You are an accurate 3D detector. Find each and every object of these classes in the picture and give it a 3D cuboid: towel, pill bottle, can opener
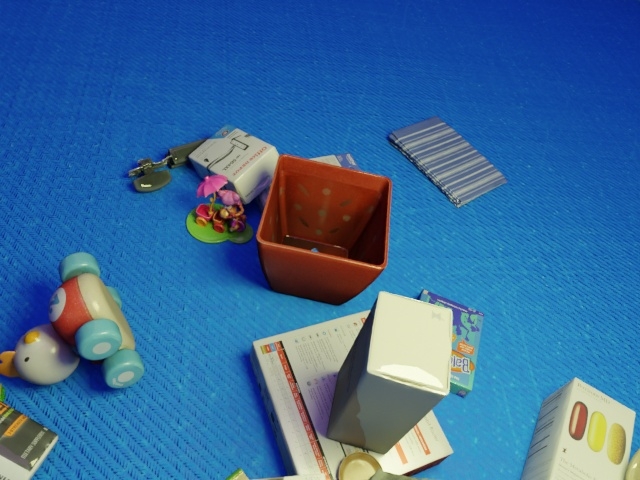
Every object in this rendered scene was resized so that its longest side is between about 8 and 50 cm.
[{"bbox_3d":[0.395,-0.257,1.610,0.243,0.040,0.336,-25,63,-31],"label":"towel"},{"bbox_3d":[-0.568,0.311,0.820,0.245,0.130,0.131,36,50,-10],"label":"pill bottle"},{"bbox_3d":[-0.381,-0.208,1.375,0.280,0.074,0.093,-29,98,-29],"label":"can opener"}]

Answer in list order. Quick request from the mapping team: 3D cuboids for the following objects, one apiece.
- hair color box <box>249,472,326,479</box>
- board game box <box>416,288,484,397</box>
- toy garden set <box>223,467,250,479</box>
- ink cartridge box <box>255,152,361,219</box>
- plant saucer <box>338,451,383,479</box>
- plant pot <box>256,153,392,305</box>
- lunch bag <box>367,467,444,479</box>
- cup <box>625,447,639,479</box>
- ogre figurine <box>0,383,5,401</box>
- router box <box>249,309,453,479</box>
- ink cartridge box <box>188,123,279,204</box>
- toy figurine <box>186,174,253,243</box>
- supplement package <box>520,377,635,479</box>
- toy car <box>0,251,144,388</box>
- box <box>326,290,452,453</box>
[{"bbox_3d":[-0.065,0.516,0.704,0.185,0.110,0.339,0,42,-10],"label":"hair color box"},{"bbox_3d":[0.281,0.231,1.180,0.160,0.047,0.210,21,51,4],"label":"board game box"},{"bbox_3d":[-0.117,0.447,0.655,0.203,0.049,0.244,-29,54,-32],"label":"toy garden set"},{"bbox_3d":[-0.025,-0.140,1.396,0.310,0.065,0.186,-15,56,-20],"label":"ink cartridge box"},{"bbox_3d":[0.071,0.415,0.898,0.083,0.015,0.084,7,53,-10],"label":"plant saucer"},{"bbox_3d":[0.000,0.000,1.177,0.267,0.236,0.267,12,51,-2],"label":"plant pot"},{"bbox_3d":[0.199,0.486,0.776,0.168,0.235,0.287,-34,91,-34],"label":"lunch bag"},{"bbox_3d":[0.674,0.462,0.867,0.236,0.331,0.331,36,51,-7],"label":"cup"},{"bbox_3d":[-0.650,0.248,0.914,0.118,0.097,0.197,-17,101,-18],"label":"ogre figurine"},{"bbox_3d":[0.050,0.327,1.027,0.300,0.082,0.336,-11,55,-21],"label":"router box"},{"bbox_3d":[-0.217,-0.202,1.327,0.203,0.086,0.148,30,66,35],"label":"ink cartridge box"},{"bbox_3d":[-0.239,-0.083,1.237,0.173,0.159,0.130,21,51,3],"label":"toy figurine"},{"bbox_3d":[0.509,0.427,1.021,0.138,0.134,0.244,30,51,10],"label":"supplement package"},{"bbox_3d":[-0.489,0.186,0.953,0.237,0.210,0.219,-26,50,-15],"label":"toy car"},{"bbox_3d":[0.107,0.233,0.858,0.121,0.311,0.148,16,50,-1],"label":"box"}]
